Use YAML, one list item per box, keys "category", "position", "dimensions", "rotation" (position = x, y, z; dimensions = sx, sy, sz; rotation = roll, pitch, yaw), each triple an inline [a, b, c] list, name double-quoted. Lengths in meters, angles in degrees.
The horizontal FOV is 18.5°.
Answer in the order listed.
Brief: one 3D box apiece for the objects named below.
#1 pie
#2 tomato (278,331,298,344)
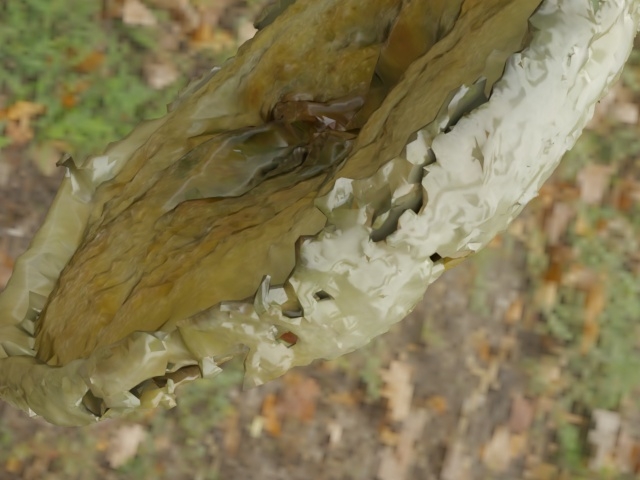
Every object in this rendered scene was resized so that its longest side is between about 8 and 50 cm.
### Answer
- category: "pie"
  position: [0.007, -0.040, 0.593]
  dimensions: [0.055, 0.274, 0.274]
  rotation: [51, 54, -16]
- category: "tomato"
  position: [0.000, 0.000, 0.812]
  dimensions: [0.075, 0.087, 0.087]
  rotation: [-31, 122, -35]
